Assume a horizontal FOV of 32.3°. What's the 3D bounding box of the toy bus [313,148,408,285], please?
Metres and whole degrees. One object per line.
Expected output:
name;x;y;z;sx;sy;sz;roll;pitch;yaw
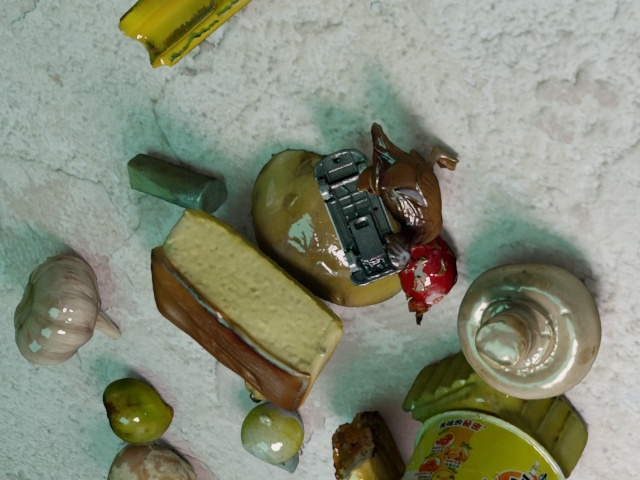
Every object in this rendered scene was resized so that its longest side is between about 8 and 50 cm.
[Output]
toy bus;0.056;-0.034;1.597;0.087;0.089;0.194;-22;84;4

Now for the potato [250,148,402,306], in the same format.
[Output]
potato;0.000;0.000;1.719;0.299;0.116;0.239;46;133;-4

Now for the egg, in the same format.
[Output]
egg;-0.356;0.535;2.342;0.195;0.195;0.233;-31;88;46

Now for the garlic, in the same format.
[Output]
garlic;-0.480;0.146;2.168;0.212;0.218;0.218;21;148;-32

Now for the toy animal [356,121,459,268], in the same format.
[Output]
toy animal;0.107;-0.066;1.523;0.089;0.179;0.188;-8;132;47

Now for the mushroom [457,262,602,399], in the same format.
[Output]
mushroom;0.293;0.133;1.540;0.206;0.209;0.206;0;113;1

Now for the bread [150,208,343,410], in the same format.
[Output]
bread;-0.124;0.123;1.800;0.323;0.143;0.333;38;164;7

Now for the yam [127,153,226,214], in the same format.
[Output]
yam;-0.246;-0.095;1.853;0.169;0.068;0.068;19;132;23

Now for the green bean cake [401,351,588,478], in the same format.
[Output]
green bean cake;0.266;0.291;1.733;0.236;0.124;0.233;50;137;-7

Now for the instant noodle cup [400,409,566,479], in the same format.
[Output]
instant noodle cup;0.211;0.410;1.631;0.264;0.200;0.264;20;132;24

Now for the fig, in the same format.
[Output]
fig;-0.382;0.352;2.265;0.153;0.121;0.136;50;179;-34

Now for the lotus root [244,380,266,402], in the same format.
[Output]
lotus root;-0.105;0.243;2.017;0.072;0.063;0.152;57;150;25

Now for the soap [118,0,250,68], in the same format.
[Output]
soap;-0.111;-0.359;1.448;0.096;0.204;0.324;50;138;-12

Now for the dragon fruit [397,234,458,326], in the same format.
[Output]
dragon fruit;0.163;0.067;1.668;0.094;0.094;0.190;20;139;23

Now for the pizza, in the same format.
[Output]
pizza;0.104;0.415;1.870;0.278;0.114;0.409;60;180;26

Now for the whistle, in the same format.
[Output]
whistle;-0.078;0.375;2.090;0.123;0.123;0.223;19;153;24
